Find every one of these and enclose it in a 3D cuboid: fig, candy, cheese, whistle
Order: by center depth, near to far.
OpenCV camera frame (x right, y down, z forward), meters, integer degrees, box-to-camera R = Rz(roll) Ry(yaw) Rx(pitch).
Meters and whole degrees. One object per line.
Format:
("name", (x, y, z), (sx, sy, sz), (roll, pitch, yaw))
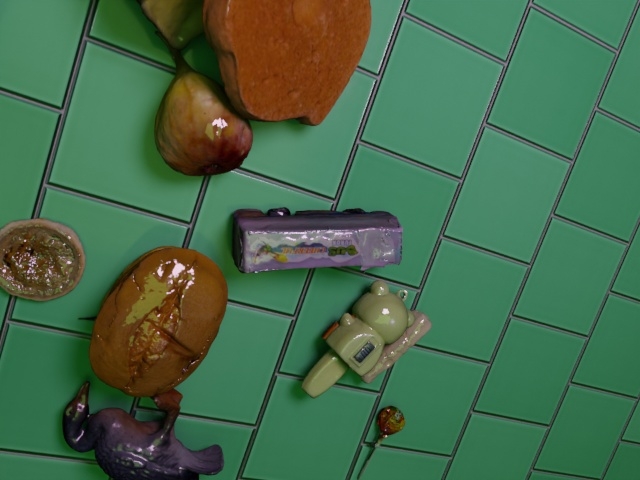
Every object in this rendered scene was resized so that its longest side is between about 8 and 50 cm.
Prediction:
("fig", (-0.214, -0.230, 0.841), (0.159, 0.159, 0.257), (-24, 87, -10))
("whistle", (0.074, 0.201, 1.030), (0.288, 0.106, 0.131), (-44, 113, -4))
("cheese", (0.154, 0.224, 1.082), (0.194, 0.065, 0.043), (-42, 117, -5))
("candy", (0.128, 0.458, 1.146), (0.061, 0.060, 0.200), (21, 104, -20))

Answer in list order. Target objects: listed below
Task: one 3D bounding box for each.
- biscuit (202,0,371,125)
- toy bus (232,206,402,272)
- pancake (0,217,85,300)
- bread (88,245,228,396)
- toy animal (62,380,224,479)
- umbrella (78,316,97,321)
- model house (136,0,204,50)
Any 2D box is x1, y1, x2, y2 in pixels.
("biscuit", (-0.039, -0.376, 0.761), (0.350, 0.078, 0.455), (-42, 143, -27))
("toy bus", (0.000, 0.000, 0.944), (0.317, 0.138, 0.112), (-3, 105, -14))
("pancake", (-0.480, 0.035, 0.869), (0.152, 0.025, 0.151), (-4, 105, -17))
("bread", (-0.278, 0.134, 0.882), (0.195, 0.143, 0.269), (32, 86, -26))
("toy animal", (-0.322, 0.363, 0.946), (0.298, 0.122, 0.185), (40, 85, -15))
("umbrella", (-0.375, 0.144, 0.933), (0.122, 0.013, 0.022), (9, 120, -20))
("model house", (-0.243, -0.448, 0.764), (0.193, 0.175, 0.234), (-44, 79, -1))
